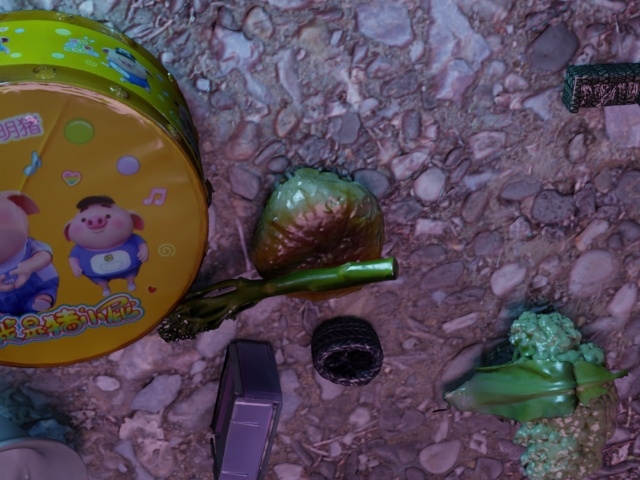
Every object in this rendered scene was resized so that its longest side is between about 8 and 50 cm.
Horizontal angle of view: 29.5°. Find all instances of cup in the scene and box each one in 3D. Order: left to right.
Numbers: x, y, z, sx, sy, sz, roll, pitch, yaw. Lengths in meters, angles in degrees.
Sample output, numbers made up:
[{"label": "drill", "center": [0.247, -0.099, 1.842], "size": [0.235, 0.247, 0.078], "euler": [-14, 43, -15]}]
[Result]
[{"label": "cup", "center": [-0.528, 0.383, 1.769], "size": [0.347, 0.163, 0.347], "euler": [-32, 143, -29]}]

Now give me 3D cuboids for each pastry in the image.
[{"label": "pastry", "center": [0.000, 0.000, 1.696], "size": [0.182, 0.093, 0.192], "euler": [13, 120, -20]}]

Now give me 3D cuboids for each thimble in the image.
[{"label": "thimble", "center": [0.040, 0.168, 1.829], "size": [0.104, 0.066, 0.095], "euler": [27, 117, -24]}]

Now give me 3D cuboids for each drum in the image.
[{"label": "drum", "center": [-0.348, -0.062, 1.523], "size": [0.431, 0.214, 0.431], "euler": [-5, 123, -8]}]

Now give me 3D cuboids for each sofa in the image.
[{"label": "sofa", "center": [0.394, -0.209, 1.662], "size": [0.118, 0.039, 0.060], "euler": [-3, 124, -8]}]

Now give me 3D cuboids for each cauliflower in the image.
[{"label": "cauliflower", "center": [0.323, 0.237, 1.873], "size": [0.315, 0.239, 0.256], "euler": [-5, 116, 34]}]

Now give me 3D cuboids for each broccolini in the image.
[{"label": "broccolini", "center": [-0.060, 0.081, 1.665], "size": [0.392, 0.074, 0.078], "euler": [-10, 89, 29]}]

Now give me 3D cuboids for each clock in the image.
[{"label": "clock", "center": [-0.114, 0.266, 1.816], "size": [0.073, 0.144, 0.193], "euler": [6, 122, -14]}]
